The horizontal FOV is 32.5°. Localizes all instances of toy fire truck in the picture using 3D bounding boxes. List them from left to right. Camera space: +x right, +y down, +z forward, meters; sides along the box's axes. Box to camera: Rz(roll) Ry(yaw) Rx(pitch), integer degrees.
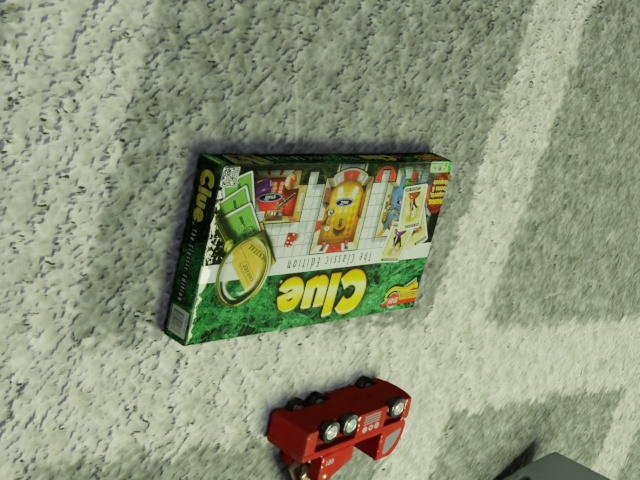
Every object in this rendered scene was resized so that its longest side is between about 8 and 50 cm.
[{"bbox_3d":[-0.006,0.199,0.934,0.192,0.047,0.135,-10,119,-47],"label":"toy fire truck"}]

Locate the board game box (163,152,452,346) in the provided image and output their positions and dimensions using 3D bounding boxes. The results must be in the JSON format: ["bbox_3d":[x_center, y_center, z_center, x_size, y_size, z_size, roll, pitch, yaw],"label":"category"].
[{"bbox_3d":[0.000,0.000,0.840,0.260,0.030,0.136,-6,118,-47],"label":"board game box"}]

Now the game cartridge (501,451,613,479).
[{"bbox_3d":[0.221,0.350,1.160,0.294,0.196,0.060,-34,134,-32],"label":"game cartridge"}]
